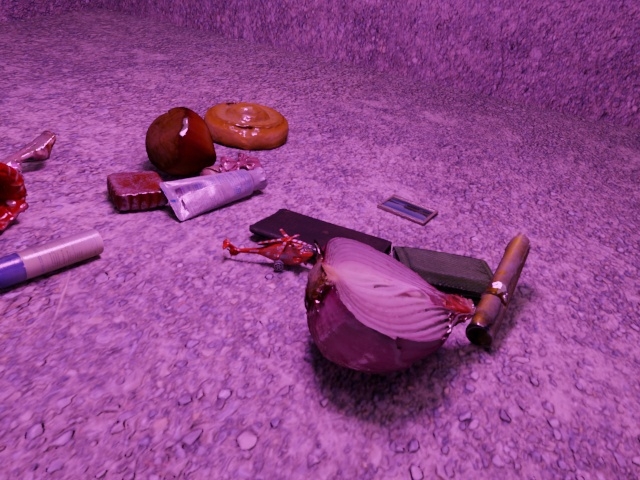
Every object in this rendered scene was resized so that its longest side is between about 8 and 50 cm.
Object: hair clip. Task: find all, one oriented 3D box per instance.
[{"bbox_3d":[-0.796,-0.188,1.455,0.173,0.069,0.300,21,42,23],"label":"hair clip"}]

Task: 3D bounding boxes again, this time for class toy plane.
[{"bbox_3d":[-0.116,0.029,1.277,0.194,0.077,0.126,-10,30,-16],"label":"toy plane"}]

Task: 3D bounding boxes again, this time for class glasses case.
[{"bbox_3d":[-0.236,-0.202,1.641,0.102,0.070,0.193,31,36,30],"label":"glasses case"}]

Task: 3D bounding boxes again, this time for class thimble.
[{"bbox_3d":[-0.739,-0.095,1.217,0.125,0.163,0.189,16,30,14],"label":"thimble"}]

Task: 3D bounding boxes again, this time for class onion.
[{"bbox_3d":[0.119,0.147,1.065,0.349,0.159,0.267,18,35,-22],"label":"onion"}]

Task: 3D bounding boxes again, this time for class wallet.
[{"bbox_3d":[0.000,0.000,1.387,0.321,0.044,0.170,18,30,21],"label":"wallet"},{"bbox_3d":[0.288,0.078,1.320,0.236,0.055,0.160,10,33,-8],"label":"wallet"}]

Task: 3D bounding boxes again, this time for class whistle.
[{"bbox_3d":[0.390,0.101,1.236,0.057,0.068,0.326,15,42,25],"label":"whistle"}]

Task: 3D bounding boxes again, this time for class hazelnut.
[{"bbox_3d":[-0.386,-0.267,1.624,0.208,0.208,0.208,7,30,-4],"label":"hazelnut"}]

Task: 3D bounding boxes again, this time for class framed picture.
[{"bbox_3d":[0.251,-0.090,1.645,0.149,0.011,0.109,24,33,24],"label":"framed picture"}]

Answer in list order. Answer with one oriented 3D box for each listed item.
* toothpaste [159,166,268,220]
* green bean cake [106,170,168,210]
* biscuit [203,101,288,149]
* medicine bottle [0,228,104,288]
[{"bbox_3d":[-0.271,-0.134,1.509,0.299,0.073,0.114,-21,78,-42],"label":"toothpaste"},{"bbox_3d":[-0.465,-0.126,1.456,0.136,0.056,0.135,-8,36,-29],"label":"green bean cake"},{"bbox_3d":[-0.253,-0.404,1.963,0.296,0.102,0.296,9,31,-5],"label":"biscuit"},{"bbox_3d":[-0.552,0.036,1.146,0.059,0.059,0.231,29,35,30],"label":"medicine bottle"}]
